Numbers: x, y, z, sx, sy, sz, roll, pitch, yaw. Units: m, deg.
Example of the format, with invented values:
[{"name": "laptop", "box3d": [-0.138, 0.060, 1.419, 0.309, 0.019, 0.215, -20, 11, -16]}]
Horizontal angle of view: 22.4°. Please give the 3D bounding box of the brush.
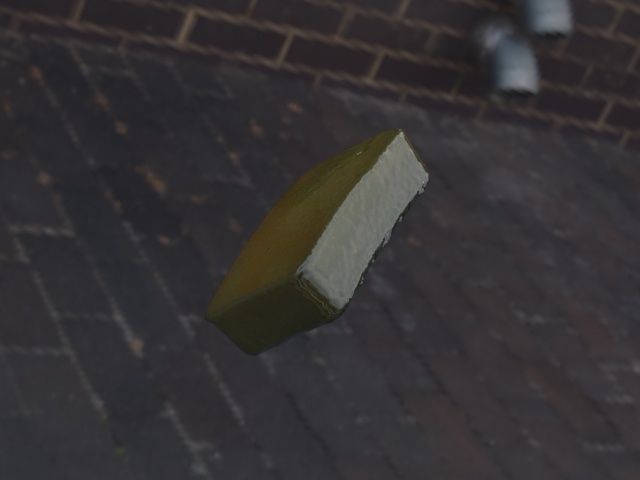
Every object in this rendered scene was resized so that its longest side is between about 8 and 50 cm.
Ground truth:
[{"name": "brush", "box3d": [0.000, 0.000, 1.250, 0.059, 0.123, 0.197, 51, 45, -17]}]
